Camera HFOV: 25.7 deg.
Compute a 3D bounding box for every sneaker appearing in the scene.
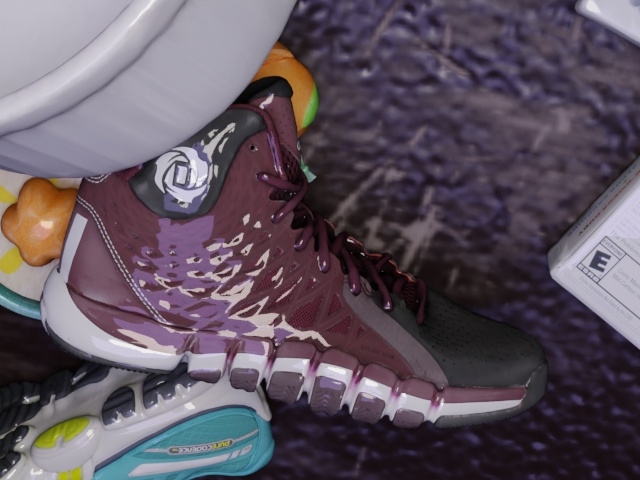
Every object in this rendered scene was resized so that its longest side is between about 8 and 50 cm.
[{"bbox_3d":[0.000,0.000,0.748,0.281,0.106,0.163,10,104,-8],"label":"sneaker"},{"bbox_3d":[-0.158,0.150,0.887,0.275,0.107,0.110,-22,121,16],"label":"sneaker"}]

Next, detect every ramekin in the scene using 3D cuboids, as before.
[{"bbox_3d":[-0.137,-0.163,0.687,0.277,0.135,0.277,-5,75,21],"label":"ramekin"}]

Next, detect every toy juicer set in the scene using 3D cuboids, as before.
[{"bbox_3d":[-0.155,-0.052,0.813,0.329,0.089,0.209,6,111,4],"label":"toy juicer set"}]

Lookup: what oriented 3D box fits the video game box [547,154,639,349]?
[{"bbox_3d":[0.269,0.009,0.819,0.205,0.048,0.187,39,110,-9],"label":"video game box"}]

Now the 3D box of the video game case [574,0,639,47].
[{"bbox_3d":[0.254,-0.165,0.740,0.173,0.022,0.190,28,93,-5],"label":"video game case"}]
